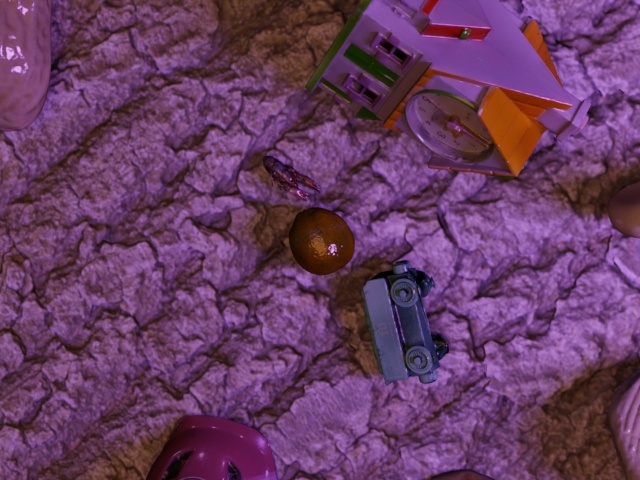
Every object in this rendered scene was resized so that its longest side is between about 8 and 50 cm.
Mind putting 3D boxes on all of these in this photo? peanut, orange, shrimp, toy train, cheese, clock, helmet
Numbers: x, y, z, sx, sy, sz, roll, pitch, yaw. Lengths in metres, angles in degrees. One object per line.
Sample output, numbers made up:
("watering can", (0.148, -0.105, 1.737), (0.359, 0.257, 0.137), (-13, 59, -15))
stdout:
("peanut", (-0.441, -0.305, 1.804), (0.152, 0.152, 0.313), (7, 99, 12))
("orange", (0.000, 0.000, 1.782), (0.085, 0.085, 0.095), (-29, 97, 16))
("shrimp", (-0.043, -0.082, 1.802), (0.092, 0.038, 0.029), (28, 147, 7))
("toy train", (0.110, 0.113, 1.785), (0.099, 0.070, 0.172), (-11, 97, 25))
("cheese", (0.408, -0.032, 1.591), (0.127, 0.251, 0.054), (-25, 98, 17))
("clock", (0.167, -0.195, 1.630), (0.309, 0.235, 0.166), (34, 62, -3))
("helmet", (-0.170, 0.391, 1.859), (0.198, 0.154, 0.253), (10, 106, 13))

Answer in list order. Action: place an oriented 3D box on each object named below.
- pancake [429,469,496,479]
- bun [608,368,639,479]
("pancake", (0.197, 0.433, 1.839), (0.212, 0.029, 0.235), (-5, 97, 15))
("bun", (0.472, 0.254, 1.677), (0.220, 0.220, 0.134), (13, 143, 11))
